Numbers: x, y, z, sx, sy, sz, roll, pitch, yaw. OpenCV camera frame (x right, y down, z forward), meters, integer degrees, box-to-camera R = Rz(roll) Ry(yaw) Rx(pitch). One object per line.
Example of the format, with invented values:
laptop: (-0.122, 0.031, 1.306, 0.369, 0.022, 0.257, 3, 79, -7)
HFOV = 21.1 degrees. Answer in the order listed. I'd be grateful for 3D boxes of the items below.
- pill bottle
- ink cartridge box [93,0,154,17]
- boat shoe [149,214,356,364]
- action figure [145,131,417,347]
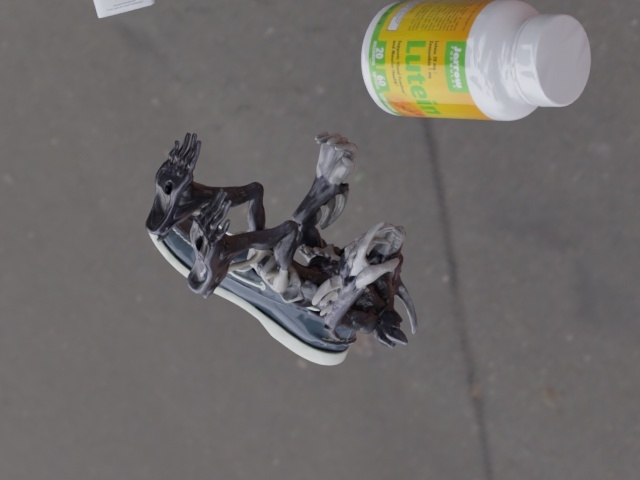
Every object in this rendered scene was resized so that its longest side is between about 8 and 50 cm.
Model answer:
pill bottle: (0.177, -0.205, 1.950, 0.246, 0.136, 0.136, 7, 133, 45)
ink cartridge box: (-0.180, -0.262, 1.424, 0.088, 0.052, 0.122, -113, 11, -48)
boat shoe: (-0.066, 0.031, 1.788, 0.254, 0.095, 0.079, 36, 117, 20)
action figure: (0.000, 0.000, 1.429, 0.141, 0.276, 0.164, -53, 45, 20)
